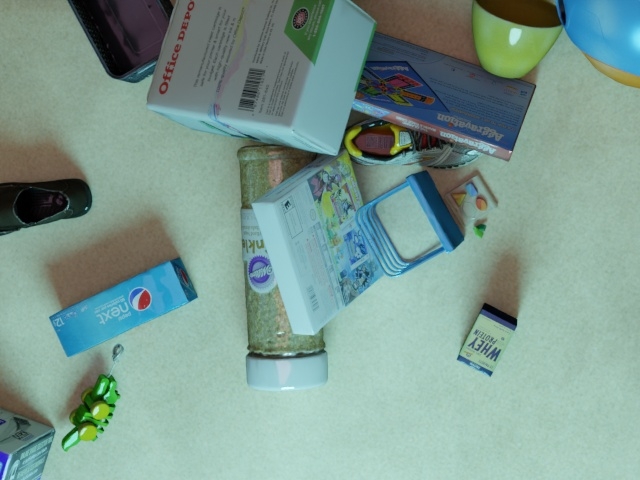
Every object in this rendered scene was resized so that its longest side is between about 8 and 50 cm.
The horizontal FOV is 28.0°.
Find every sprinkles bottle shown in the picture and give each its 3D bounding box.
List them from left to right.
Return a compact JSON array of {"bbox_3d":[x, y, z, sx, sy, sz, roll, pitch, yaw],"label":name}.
[{"bbox_3d":[-0.056,0.038,1.877,0.121,0.121,0.355,-2,92,9],"label":"sprinkles bottle"}]

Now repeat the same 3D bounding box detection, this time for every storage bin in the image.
[{"bbox_3d":[-0.288,-0.337,1.908,0.122,0.084,0.180,-29,90,9],"label":"storage bin"}]

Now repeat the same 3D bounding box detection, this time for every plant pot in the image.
[{"bbox_3d":[0.270,-0.287,1.815,0.134,0.134,0.095,17,121,7],"label":"plant pot"}]

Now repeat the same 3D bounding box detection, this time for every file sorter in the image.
[{"bbox_3d":[0.126,-0.022,1.823,0.104,0.170,0.118,-28,89,13],"label":"file sorter"}]

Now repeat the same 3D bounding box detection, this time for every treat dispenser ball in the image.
[{"bbox_3d":[0.455,-0.342,1.693,0.288,0.288,0.288,0,93,8],"label":"treat dispenser ball"}]

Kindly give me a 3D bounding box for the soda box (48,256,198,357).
[{"bbox_3d":[-0.298,0.101,1.943,0.210,0.067,0.071,-25,90,9],"label":"soda box"}]

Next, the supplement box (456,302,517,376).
[{"bbox_3d":[0.242,0.143,1.856,0.056,0.083,0.083,27,98,7],"label":"supplement box"}]

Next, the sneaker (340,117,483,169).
[{"bbox_3d":[0.138,-0.141,1.851,0.225,0.093,0.088,-6,92,8],"label":"sneaker"}]

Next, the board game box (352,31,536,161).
[{"bbox_3d":[0.156,-0.213,1.833,0.281,0.027,0.145,20,51,7],"label":"board game box"}]

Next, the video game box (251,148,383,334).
[{"bbox_3d":[0.000,0.000,1.811,0.048,0.187,0.205,0,115,41],"label":"video game box"}]

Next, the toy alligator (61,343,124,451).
[{"bbox_3d":[-0.333,0.247,1.968,0.051,0.056,0.190,26,97,-36],"label":"toy alligator"}]

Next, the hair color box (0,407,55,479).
[{"bbox_3d":[-0.597,0.290,1.940,0.339,0.185,0.110,18,96,8],"label":"hair color box"}]

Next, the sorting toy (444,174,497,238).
[{"bbox_3d":[0.228,-0.047,1.883,0.062,0.012,0.083,-32,88,9],"label":"sorting toy"}]

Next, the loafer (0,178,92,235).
[{"bbox_3d":[-0.462,-0.055,1.952,0.220,0.078,0.080,-13,91,9],"label":"loafer"}]

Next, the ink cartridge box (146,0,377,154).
[{"bbox_3d":[-0.086,-0.246,1.795,0.278,0.117,0.201,13,83,36],"label":"ink cartridge box"}]
